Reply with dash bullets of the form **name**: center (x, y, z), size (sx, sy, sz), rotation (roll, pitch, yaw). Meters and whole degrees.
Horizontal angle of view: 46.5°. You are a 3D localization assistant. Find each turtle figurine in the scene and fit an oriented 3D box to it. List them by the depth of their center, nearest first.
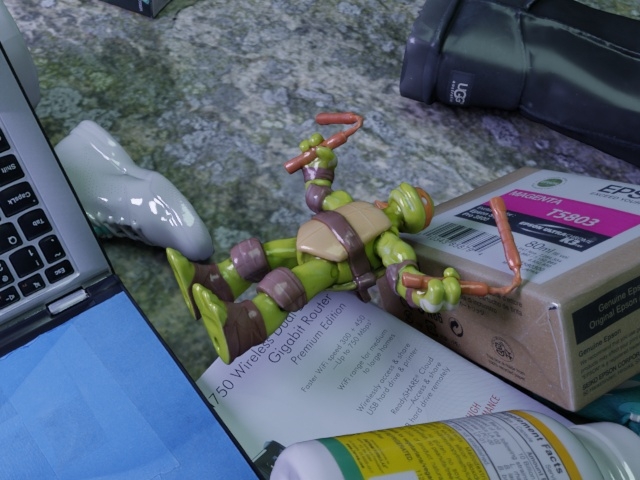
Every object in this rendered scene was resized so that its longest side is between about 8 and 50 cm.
- **turtle figurine**: center (0.000, 0.000, 0.565), size (0.217, 0.087, 0.269), rotation (-24, 45, -17)

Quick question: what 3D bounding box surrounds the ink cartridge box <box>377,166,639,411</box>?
- **ink cartridge box**: center (0.181, 0.020, 0.601), size (0.193, 0.088, 0.234), rotation (-24, 21, -23)

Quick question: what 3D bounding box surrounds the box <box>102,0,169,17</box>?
- **box**: center (-0.309, -0.428, 1.019), size (0.321, 0.058, 0.232), rotation (20, 51, 12)

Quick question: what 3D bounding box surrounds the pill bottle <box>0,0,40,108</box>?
- **pill bottle**: center (-0.450, -0.110, 0.645), size (0.204, 0.204, 0.361), rotation (37, 57, 23)

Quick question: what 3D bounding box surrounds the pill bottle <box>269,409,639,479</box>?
- **pill bottle**: center (0.084, 0.157, 0.413), size (0.208, 0.118, 0.118), rotation (-3, 50, -19)

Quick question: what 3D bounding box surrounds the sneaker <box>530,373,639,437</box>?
- **sneaker**: center (0.292, 0.154, 0.568), size (0.275, 0.107, 0.110), rotation (20, 61, 12)

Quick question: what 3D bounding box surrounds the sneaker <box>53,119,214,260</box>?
- **sneaker**: center (-0.188, -0.027, 0.696), size (0.212, 0.080, 0.094), rotation (35, 67, 30)

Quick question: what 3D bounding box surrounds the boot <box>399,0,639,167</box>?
- **boot**: center (0.360, -0.235, 0.860), size (0.445, 0.146, 0.367), rotation (18, 61, 15)

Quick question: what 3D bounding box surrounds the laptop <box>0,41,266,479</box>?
- **laptop**: center (-0.288, 0.072, 0.416), size (0.382, 0.408, 0.236), rotation (-29, 17, -23)

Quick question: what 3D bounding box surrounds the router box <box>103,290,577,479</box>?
- **router box**: center (0.012, 0.214, 0.497), size (0.301, 0.082, 0.335), rotation (30, 54, 18)
